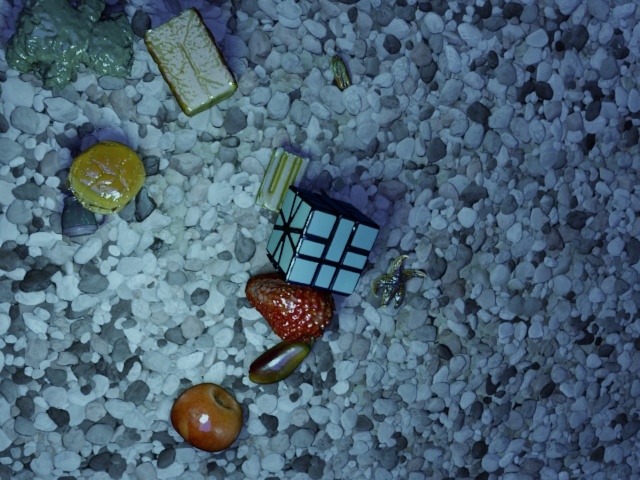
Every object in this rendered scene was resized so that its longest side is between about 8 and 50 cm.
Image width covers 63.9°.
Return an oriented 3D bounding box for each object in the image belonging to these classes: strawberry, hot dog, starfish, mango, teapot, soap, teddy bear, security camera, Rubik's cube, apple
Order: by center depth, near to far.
[{"bbox_3d":[-0.795,-0.652,1.682,0.367,0.224,0.357,24,92,-29],"label":"teddy bear"},{"bbox_3d":[-0.831,-0.091,1.789,0.148,0.116,0.146,-10,89,-5],"label":"teapot"},{"bbox_3d":[0.000,0.000,1.832,0.283,0.288,0.294,12,108,-26],"label":"Rubik's cube"},{"bbox_3d":[-0.117,0.227,1.902,0.351,0.312,0.267,26,72,4],"label":"strawberry"},{"bbox_3d":[0.075,-0.630,1.912,0.056,0.041,0.133,-22,103,-7],"label":"hot dog"},{"bbox_3d":[-0.145,-0.221,1.919,0.135,0.076,0.233,20,94,-15],"label":"soap"},{"bbox_3d":[-0.419,0.660,1.921,0.272,0.251,0.206,41,89,-2],"label":"apple"},{"bbox_3d":[0.050,-0.202,1.980,0.092,0.058,0.058,-36,104,-16],"label":"security camera"},{"bbox_3d":[-0.158,0.477,2.011,0.267,0.111,0.133,-31,88,-3],"label":"mango"},{"bbox_3d":[0.316,0.166,2.082,0.216,0.071,0.238,2,109,-17],"label":"starfish"}]

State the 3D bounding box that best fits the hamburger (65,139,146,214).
[{"bbox_3d":[-0.725,-0.214,1.738,0.244,0.163,0.245,2,85,-29],"label":"hamburger"}]

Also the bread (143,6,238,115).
[{"bbox_3d":[-0.428,-0.577,1.708,0.207,0.279,0.279,-31,106,-7],"label":"bread"}]
